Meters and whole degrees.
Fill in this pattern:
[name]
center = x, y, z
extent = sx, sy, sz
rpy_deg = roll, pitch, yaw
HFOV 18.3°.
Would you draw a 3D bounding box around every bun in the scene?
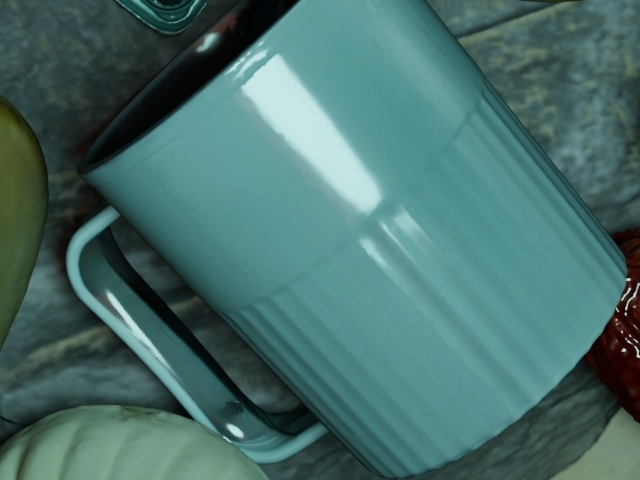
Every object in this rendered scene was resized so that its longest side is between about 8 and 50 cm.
[bun]
center = -0.151, 0.262, 1.435
extent = 0.263, 0.175, 0.263
rpy_deg = 2, 113, 6

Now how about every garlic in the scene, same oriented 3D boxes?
[garlic]
center = -0.301, 0.042, 1.403
extent = 0.151, 0.196, 0.338
rpy_deg = 18, 101, 8

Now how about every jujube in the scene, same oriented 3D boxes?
[jujube]
center = 0.260, 0.076, 1.495
extent = 0.112, 0.109, 0.176
rpy_deg = -25, 104, 25

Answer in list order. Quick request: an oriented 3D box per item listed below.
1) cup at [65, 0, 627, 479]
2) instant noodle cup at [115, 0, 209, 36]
[cup]
center = 0.005, 0.002, 1.386
extent = 0.331, 0.257, 0.311
rpy_deg = -42, 102, 2
[instant noodle cup]
center = -0.113, -0.255, 1.425
extent = 0.157, 0.070, 0.179
rpy_deg = 37, 96, -8
